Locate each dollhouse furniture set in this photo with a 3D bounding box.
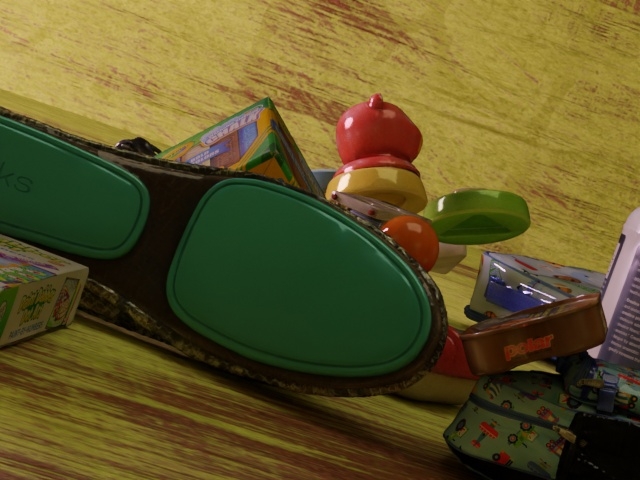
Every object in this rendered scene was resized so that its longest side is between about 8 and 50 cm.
[{"bbox_3d":[0.000,0.000,2.216,0.183,0.129,0.129,24,7,31],"label":"dollhouse furniture set"}]

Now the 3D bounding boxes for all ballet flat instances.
[{"bbox_3d":[-0.122,0.016,1.591,0.483,0.164,0.182,19,-19,11],"label":"ballet flat"}]

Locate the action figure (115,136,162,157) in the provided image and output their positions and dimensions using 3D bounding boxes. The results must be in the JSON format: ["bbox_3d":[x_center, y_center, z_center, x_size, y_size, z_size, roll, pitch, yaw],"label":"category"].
[{"bbox_3d":[-0.110,-0.039,2.045,0.141,0.164,0.275,15,0,-42],"label":"action figure"}]

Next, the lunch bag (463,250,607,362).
[{"bbox_3d":[0.332,0.106,2.461,0.243,0.115,0.303,9,11,-43],"label":"lunch bag"}]

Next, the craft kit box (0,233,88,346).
[{"bbox_3d":[-0.313,0.008,1.395,0.250,0.061,0.246,20,2,5],"label":"craft kit box"}]

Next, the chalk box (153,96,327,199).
[{"bbox_3d":[-0.069,-0.033,1.777,0.132,0.132,0.213,59,8,-21],"label":"chalk box"}]

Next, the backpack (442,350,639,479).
[{"bbox_3d":[0.187,0.142,1.494,0.173,0.117,0.158,17,4,11],"label":"backpack"}]

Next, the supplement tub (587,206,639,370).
[{"bbox_3d":[0.372,0.078,1.972,0.191,0.272,0.191,20,5,-2],"label":"supplement tub"}]

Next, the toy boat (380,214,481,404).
[{"bbox_3d":[0.062,0.049,1.804,0.231,0.151,0.151,23,6,35],"label":"toy boat"}]

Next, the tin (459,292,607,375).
[{"bbox_3d":[0.164,0.070,1.480,0.106,0.040,0.189,-19,-2,10],"label":"tin"}]

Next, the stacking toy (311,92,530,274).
[{"bbox_3d":[0.093,-0.064,2.410,0.279,0.130,0.309,6,-20,-25],"label":"stacking toy"}]
